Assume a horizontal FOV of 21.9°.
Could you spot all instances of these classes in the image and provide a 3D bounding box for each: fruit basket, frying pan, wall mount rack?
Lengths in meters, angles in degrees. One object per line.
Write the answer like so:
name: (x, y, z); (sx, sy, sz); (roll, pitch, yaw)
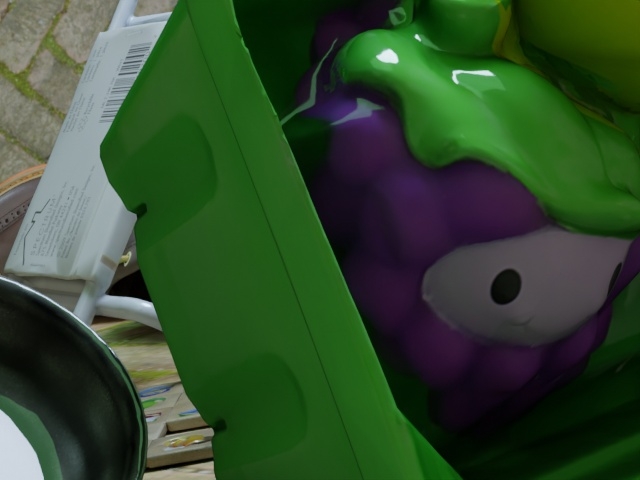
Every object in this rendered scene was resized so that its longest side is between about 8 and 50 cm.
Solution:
fruit basket: (0.136, -0.064, 0.632); (0.392, 0.282, 0.392); (-20, -6, -2)
frying pan: (-0.220, 0.048, 0.647); (0.326, 0.053, 0.197); (27, 37, 17)
wall mount rack: (-0.127, -0.034, 1.107); (0.130, 0.350, 0.304); (30, -16, -33)

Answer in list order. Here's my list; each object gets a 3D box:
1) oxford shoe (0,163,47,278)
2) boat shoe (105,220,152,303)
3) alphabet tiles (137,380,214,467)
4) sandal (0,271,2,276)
oxford shoe: (-0.195, 0.004, 1.404); (0.364, 0.130, 0.132); (-21, 24, 14)
boat shoe: (-0.051, 0.015, 1.178); (0.117, 0.096, 0.324); (35, -19, -33)
alphabet tiles: (-0.002, 0.081, 0.872); (0.237, 0.009, 0.198); (-10, 5, 3)
sandal: (-0.283, 0.085, 1.056); (0.219, 0.060, 0.090); (-30, -9, -41)
